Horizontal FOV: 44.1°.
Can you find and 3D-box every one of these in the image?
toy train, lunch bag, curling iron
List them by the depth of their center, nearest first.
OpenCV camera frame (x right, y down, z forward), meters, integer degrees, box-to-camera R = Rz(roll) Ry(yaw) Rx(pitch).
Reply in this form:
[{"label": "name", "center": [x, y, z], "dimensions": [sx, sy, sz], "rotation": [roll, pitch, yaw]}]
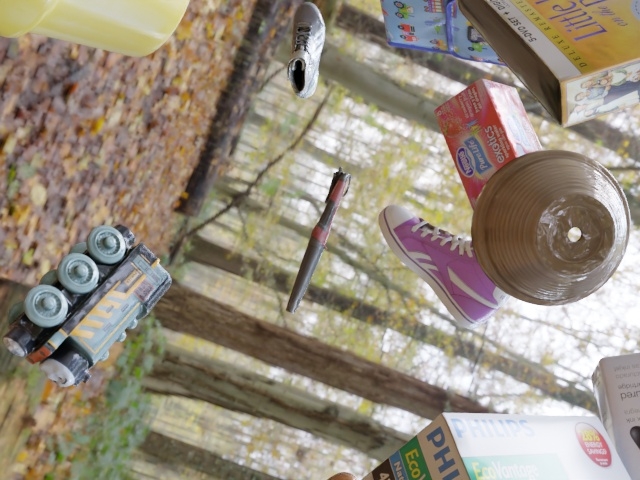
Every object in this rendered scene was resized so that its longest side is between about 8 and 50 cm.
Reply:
[{"label": "curling iron", "center": [0.000, 0.000, 1.379], "dimensions": [0.068, 0.035, 0.273], "rotation": [73, 35, -75]}, {"label": "lunch bag", "center": [0.266, -0.416, 1.417], "dimensions": [0.138, 0.293, 0.221], "rotation": [-62, 162, -11]}, {"label": "toy train", "center": [-0.428, 0.115, 1.472], "dimensions": [0.142, 0.190, 0.334], "rotation": [-30, -162, 45]}]

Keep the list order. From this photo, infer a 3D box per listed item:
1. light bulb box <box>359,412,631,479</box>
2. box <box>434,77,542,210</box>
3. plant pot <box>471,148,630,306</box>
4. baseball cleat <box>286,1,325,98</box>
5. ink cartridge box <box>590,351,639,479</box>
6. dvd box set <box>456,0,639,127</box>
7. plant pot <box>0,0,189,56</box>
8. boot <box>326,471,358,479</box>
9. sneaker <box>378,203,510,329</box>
[{"label": "light bulb box", "center": [0.227, 0.438, 1.150], "dimensions": [0.361, 0.358, 0.225], "rotation": [-50, -134, 34]}, {"label": "box", "center": [0.330, -0.157, 1.467], "dimensions": [0.123, 0.128, 0.256], "rotation": [-32, -111, 37]}, {"label": "plant pot", "center": [0.348, -0.015, 1.143], "dimensions": [0.110, 0.238, 0.237], "rotation": [-136, -112, -82]}, {"label": "baseball cleat", "center": [-0.031, -0.405, 1.658], "dimensions": [0.109, 0.072, 0.205], "rotation": [-13, 102, -80]}, {"label": "ink cartridge box", "center": [0.620, 0.372, 1.247], "dimensions": [0.166, 0.286, 0.394], "rotation": [57, 25, -65]}, {"label": "dvd box set", "center": [0.394, -0.283, 0.864], "dimensions": [0.307, 0.421, 0.062], "rotation": [-107, 180, -50]}, {"label": "plant pot", "center": [-0.293, -0.344, 0.949], "dimensions": [0.254, 0.239, 0.253], "rotation": [-17, -115, 41]}, {"label": "boot", "center": [-0.001, 0.553, 1.523], "dimensions": [0.283, 0.109, 0.220], "rotation": [-42, 167, -24]}, {"label": "sneaker", "center": [0.242, 0.009, 1.442], "dimensions": [0.102, 0.282, 0.161], "rotation": [-32, 165, -50]}]
